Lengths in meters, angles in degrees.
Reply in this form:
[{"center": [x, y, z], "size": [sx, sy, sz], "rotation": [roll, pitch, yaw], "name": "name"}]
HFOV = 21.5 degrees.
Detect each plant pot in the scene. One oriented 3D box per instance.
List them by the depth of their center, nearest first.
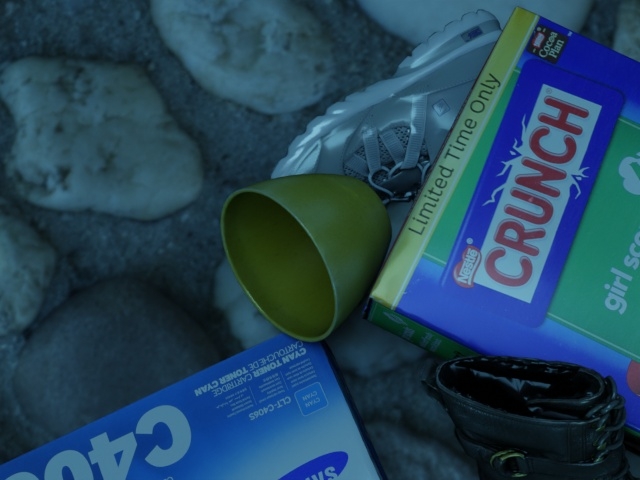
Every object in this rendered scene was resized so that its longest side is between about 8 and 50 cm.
[{"center": [0.000, 0.000, 1.334], "size": [0.095, 0.134, 0.134], "rotation": [-31, 64, -32], "name": "plant pot"}]

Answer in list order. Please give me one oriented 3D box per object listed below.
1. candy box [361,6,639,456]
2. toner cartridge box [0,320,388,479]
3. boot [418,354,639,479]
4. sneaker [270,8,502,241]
[{"center": [0.230, 0.007, 1.305], "size": [0.317, 0.122, 0.268], "rotation": [25, 77, 5], "name": "candy box"}, {"center": [-0.127, 0.215, 1.356], "size": [0.348, 0.075, 0.165], "rotation": [-26, 63, 2], "name": "toner cartridge box"}, {"center": [0.207, 0.175, 1.215], "size": [0.263, 0.229, 0.091], "rotation": [8, 53, 18], "name": "boot"}, {"center": [0.067, -0.072, 1.412], "size": [0.281, 0.105, 0.115], "rotation": [-40, 72, -2], "name": "sneaker"}]
